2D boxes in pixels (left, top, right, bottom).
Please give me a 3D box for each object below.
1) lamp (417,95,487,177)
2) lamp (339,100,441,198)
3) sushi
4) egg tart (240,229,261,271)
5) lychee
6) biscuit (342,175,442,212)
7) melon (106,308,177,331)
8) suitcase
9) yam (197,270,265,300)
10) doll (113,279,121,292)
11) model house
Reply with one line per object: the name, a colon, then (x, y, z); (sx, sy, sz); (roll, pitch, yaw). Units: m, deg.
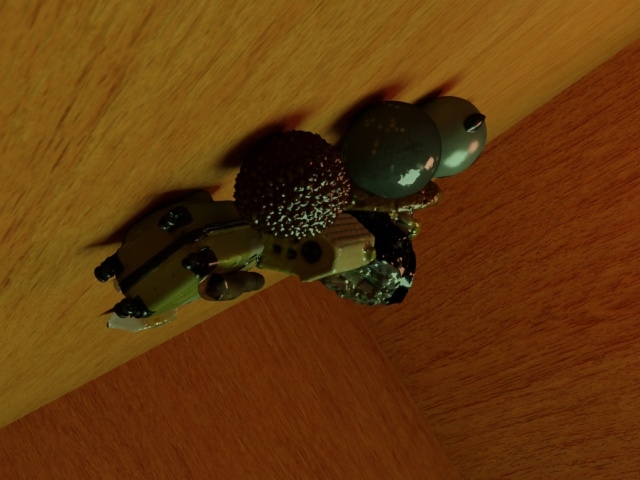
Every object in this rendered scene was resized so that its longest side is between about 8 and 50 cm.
lamp: (0.282, -0.239, 1.455); (0.198, 0.197, 0.244); (-33, -176, 12)
lamp: (0.096, -0.174, 1.221); (0.182, 0.181, 0.314); (-29, -160, -27)
sushi: (0.132, -0.007, 1.760); (0.285, 0.329, 0.328); (-60, 172, -28)
egg tart: (-0.140, -0.002, 1.657); (0.234, 0.094, 0.234); (-34, 177, -2)
lychee: (-0.048, -0.082, 0.986); (0.188, 0.188, 0.188); (-32, 175, -3)
biscuit: (0.103, -0.116, 1.408); (0.334, 0.081, 0.289); (2, -168, 10)
melon: (-0.467, 0.195, 1.643); (0.203, 0.093, 0.139); (-23, 179, -33)
suitcase: (-0.227, 0.017, 1.039); (0.194, 0.143, 0.235); (-35, 173, 23)
yam: (-0.139, 0.075, 1.057); (0.045, 0.045, 0.327); (-12, 176, 5)
doll: (-0.340, 0.070, 1.372); (0.114, 0.057, 0.227); (-38, 171, 18)
model house: (0.000, 0.000, 1.463); (0.234, 0.174, 0.193); (11, -169, 30)
